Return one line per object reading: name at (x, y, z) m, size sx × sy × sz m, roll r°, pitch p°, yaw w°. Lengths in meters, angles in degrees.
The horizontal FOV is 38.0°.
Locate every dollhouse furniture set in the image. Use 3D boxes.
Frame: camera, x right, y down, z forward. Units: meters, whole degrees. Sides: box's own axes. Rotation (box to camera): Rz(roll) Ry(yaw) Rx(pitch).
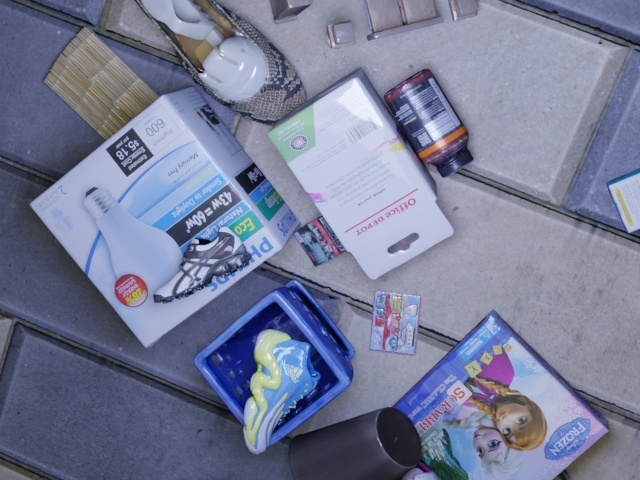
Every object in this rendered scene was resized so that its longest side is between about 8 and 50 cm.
dollhouse furniture set at (0.080, -0.529, 1.763) m, size 0.356 × 0.174 × 0.303 m, roll -15°, pitch 98°, yaw -11°

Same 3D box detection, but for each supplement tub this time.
supplement tub at (0.211, -0.219, 1.770) m, size 0.106 × 0.106 × 0.197 m, roll -30°, pitch 94°, yaw 15°

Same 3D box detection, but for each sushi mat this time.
sushi mat at (-0.418, -0.281, 1.924) m, size 0.316 × 0.019 × 0.151 m, roll 44°, pitch 107°, yaw 1°

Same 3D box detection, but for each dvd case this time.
dvd case at (0.000, 0.000, 1.866) m, size 0.087 × 0.013 × 0.119 m, roll 56°, pitch 143°, yaw -3°

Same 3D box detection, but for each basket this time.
basket at (0.078, 0.435, 1.866) m, size 0.227 × 0.154 × 0.204 m, roll -38°, pitch 89°, yaw 34°

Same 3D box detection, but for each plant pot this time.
plant pot at (-0.077, 0.229, 1.859) m, size 0.236 × 0.212 × 0.236 m, roll -39°, pitch 92°, yaw 15°

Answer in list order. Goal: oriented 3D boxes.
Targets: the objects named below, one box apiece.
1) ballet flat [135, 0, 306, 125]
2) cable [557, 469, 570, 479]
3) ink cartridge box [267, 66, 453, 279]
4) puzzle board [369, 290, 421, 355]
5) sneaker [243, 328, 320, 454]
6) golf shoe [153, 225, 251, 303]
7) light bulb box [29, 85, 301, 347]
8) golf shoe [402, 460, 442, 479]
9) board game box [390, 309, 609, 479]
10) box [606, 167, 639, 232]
ballet flat at (-0.232, -0.396, 1.782) m, size 0.164 × 0.182 × 0.483 m, roll -44°, pitch 91°, yaw 15°
cable at (0.455, 0.608, 1.901) m, size 0.140 × 0.072 × 0.287 m, roll 27°, pitch 105°, yaw 9°
ink cartridge box at (0.086, -0.125, 1.791) m, size 0.207 × 0.119 × 0.353 m, roll -31°, pitch 103°, yaw 15°
puzzle board at (0.153, 0.170, 1.907) m, size 0.097 × 0.011 × 0.128 m, roll 7°, pitch 103°, yaw 10°
sneaker at (-0.069, 0.287, 1.713) m, size 0.126 × 0.091 × 0.240 m, roll 8°, pitch 101°, yaw 9°
golf shoe at (-0.227, 0.045, 1.696) m, size 0.198 × 0.077 × 0.093 m, roll -28°, pitch 90°, yaw 7°
light bulb box at (-0.294, -0.050, 1.828) m, size 0.358 × 0.225 × 0.361 m, roll -37°, pitch 96°, yaw 15°
golf shoe at (0.195, 0.529, 1.821) m, size 0.115 × 0.306 × 0.140 m, roll -39°, pitch 85°, yaw 11°
board game box at (0.346, 0.361, 1.865) m, size 0.318 × 0.066 × 0.318 m, roll 44°, pitch 106°, yaw 6°
box at (0.667, -0.109, 1.725) m, size 0.244 × 0.060 × 0.100 m, roll -23°, pitch 96°, yaw 14°
